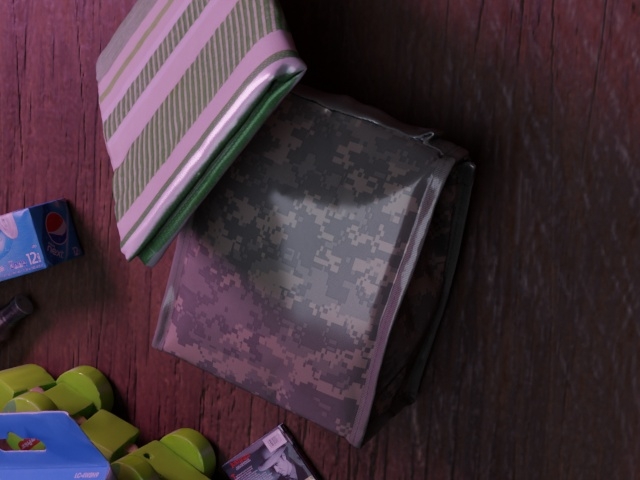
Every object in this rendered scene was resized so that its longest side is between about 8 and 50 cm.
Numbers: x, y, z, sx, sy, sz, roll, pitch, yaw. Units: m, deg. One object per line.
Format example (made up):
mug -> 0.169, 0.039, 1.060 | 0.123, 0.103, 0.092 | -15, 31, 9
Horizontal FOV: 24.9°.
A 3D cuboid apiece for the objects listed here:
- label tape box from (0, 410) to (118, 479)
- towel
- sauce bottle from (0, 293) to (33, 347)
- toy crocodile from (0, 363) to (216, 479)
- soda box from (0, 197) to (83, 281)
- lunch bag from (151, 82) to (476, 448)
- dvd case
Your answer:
label tape box -> -0.273, 0.343, 1.463 | 0.249, 0.115, 0.348 | -8, 117, 42
towel -> -0.119, -0.156, 1.304 | 0.038, 0.325, 0.248 | 25, 117, -30
sauce bottle -> -0.363, 0.102, 1.579 | 0.128, 0.042, 0.042 | -40, 83, 25
toy crocodile -> -0.222, 0.226, 1.501 | 0.340, 0.115, 0.105 | 29, 117, 19
soda box -> -0.363, 0.015, 1.544 | 0.210, 0.071, 0.067 | -16, 94, 26
lunch bag -> 0.000, 0.000, 1.326 | 0.235, 0.169, 0.287 | 23, 114, 19
dvd case -> -0.036, 0.257, 1.479 | 0.087, 0.013, 0.119 | -39, 85, 25
